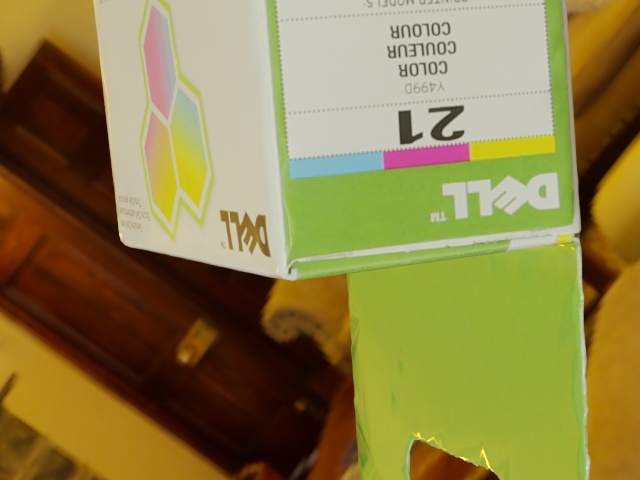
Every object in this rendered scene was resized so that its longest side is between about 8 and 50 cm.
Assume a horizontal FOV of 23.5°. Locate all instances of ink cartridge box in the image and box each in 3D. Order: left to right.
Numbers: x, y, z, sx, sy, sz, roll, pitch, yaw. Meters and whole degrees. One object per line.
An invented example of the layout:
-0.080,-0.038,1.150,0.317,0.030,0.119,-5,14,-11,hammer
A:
0.000,0.000,0.502,0.189,0.097,0.255,-173,78,-69,ink cartridge box
